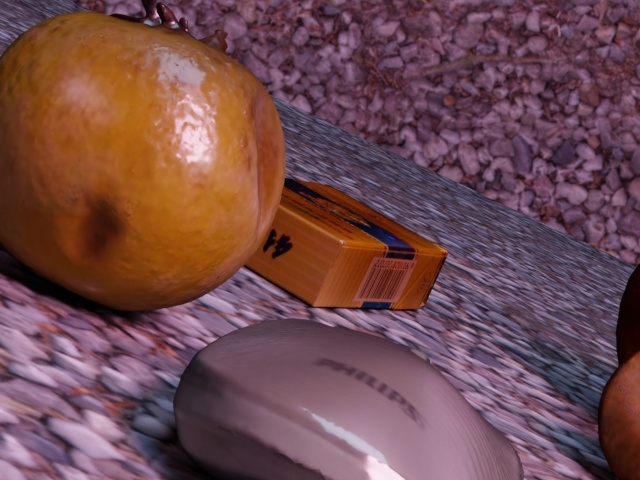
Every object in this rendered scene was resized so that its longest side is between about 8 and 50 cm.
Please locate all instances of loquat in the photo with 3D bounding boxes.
[{"bbox_3d":[-0.116,-0.055,1.097,0.213,0.213,0.213,25,9,-4],"label":"loquat"}]

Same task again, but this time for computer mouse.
[{"bbox_3d":[0.031,0.102,0.972,0.197,0.095,0.331,31,10,7],"label":"computer mouse"}]

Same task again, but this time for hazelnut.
[{"bbox_3d":[0.293,0.145,1.292,0.150,0.150,0.150,25,9,-4],"label":"hazelnut"}]

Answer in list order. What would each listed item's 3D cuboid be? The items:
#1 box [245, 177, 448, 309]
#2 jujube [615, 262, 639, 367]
[{"bbox_3d":[0.000,0.000,1.526,0.152,0.070,0.237,30,8,24],"label":"box"},{"bbox_3d":[0.432,0.088,1.404,0.276,0.277,0.377,19,-12,-37],"label":"jujube"}]
